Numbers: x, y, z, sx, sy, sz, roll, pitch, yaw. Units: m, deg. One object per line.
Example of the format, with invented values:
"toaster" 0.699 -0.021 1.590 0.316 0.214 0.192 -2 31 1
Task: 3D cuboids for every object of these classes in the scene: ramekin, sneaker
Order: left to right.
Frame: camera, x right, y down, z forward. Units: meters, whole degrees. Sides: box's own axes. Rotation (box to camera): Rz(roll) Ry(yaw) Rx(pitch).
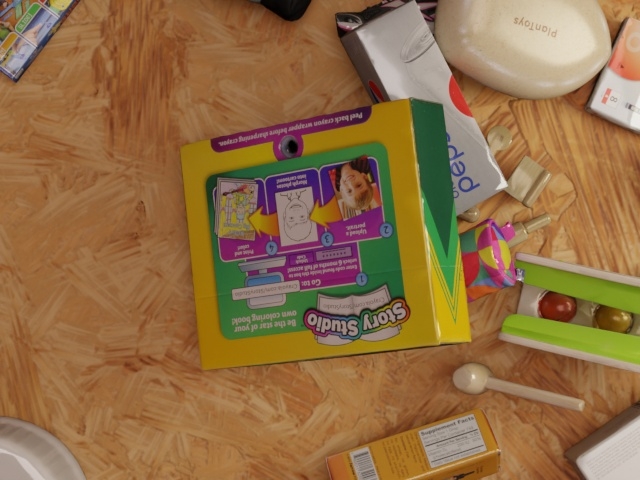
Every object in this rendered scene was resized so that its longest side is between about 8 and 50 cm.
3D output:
"ramekin" -0.455 0.381 1.862 0.277 0.135 0.277 0 88 -2
"sneaker" 0.105 -0.319 1.948 0.178 0.072 0.077 0 82 -14

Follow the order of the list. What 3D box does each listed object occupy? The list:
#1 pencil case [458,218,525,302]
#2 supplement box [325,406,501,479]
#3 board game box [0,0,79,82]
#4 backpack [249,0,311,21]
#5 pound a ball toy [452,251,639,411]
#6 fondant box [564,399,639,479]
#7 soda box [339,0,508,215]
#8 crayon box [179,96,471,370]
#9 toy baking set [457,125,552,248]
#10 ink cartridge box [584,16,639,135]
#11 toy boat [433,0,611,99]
"pencil case" 0.153 0.052 1.858 0.236 0.104 0.104 -22 88 21
"supplement box" 0.129 0.309 1.901 0.233 0.078 0.080 -15 59 -2
"board game box" -0.425 -0.344 1.944 0.136 0.035 0.201 38 87 0
"backpack" -0.155 -0.496 1.871 0.355 0.273 0.290 24 94 12
"pound a ball toy" 0.362 0.140 1.879 0.319 0.136 0.208 12 90 22
"fondant box" 0.531 0.369 1.909 0.238 0.096 0.330 -34 88 -2
"soda box" 0.141 -0.175 1.869 0.098 0.091 0.286 -28 96 -10
"crayon box" 0.000 0.000 1.820 0.363 0.106 0.313 -9 86 30
"toy baking set" 0.198 -0.059 1.952 0.256 0.030 0.197 -31 87 0
"ink cartridge box" 0.485 -0.215 1.959 0.179 0.045 0.145 24 88 2
"toy boat" 0.299 -0.356 1.917 0.267 0.148 0.318 20 90 -20
